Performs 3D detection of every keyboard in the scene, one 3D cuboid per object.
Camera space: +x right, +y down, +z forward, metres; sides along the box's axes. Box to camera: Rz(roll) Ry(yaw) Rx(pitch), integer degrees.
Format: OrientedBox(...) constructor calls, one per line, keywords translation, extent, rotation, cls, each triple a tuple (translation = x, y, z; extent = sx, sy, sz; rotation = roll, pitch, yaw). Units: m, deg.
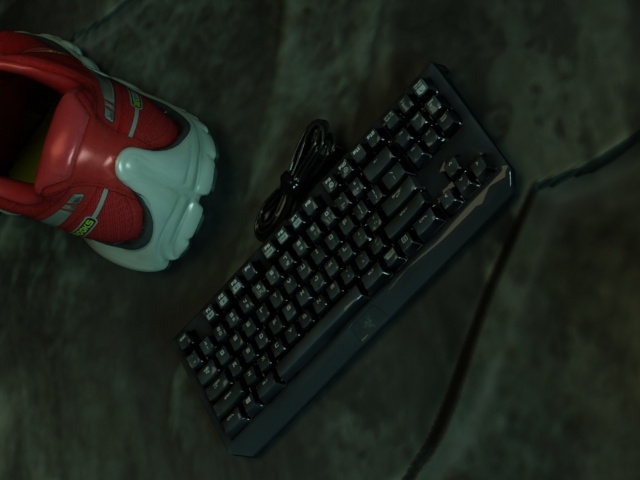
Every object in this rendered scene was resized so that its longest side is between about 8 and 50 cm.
OrientedBox(translation=(0.000, 0.000, 0.716), extent=(0.180, 0.023, 0.108), rotation=(-46, 47, 20), cls="keyboard")

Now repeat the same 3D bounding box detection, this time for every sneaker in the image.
OrientedBox(translation=(-0.167, -0.068, 0.837), extent=(0.279, 0.118, 0.107), rotation=(17, 85, 47), cls="sneaker")
